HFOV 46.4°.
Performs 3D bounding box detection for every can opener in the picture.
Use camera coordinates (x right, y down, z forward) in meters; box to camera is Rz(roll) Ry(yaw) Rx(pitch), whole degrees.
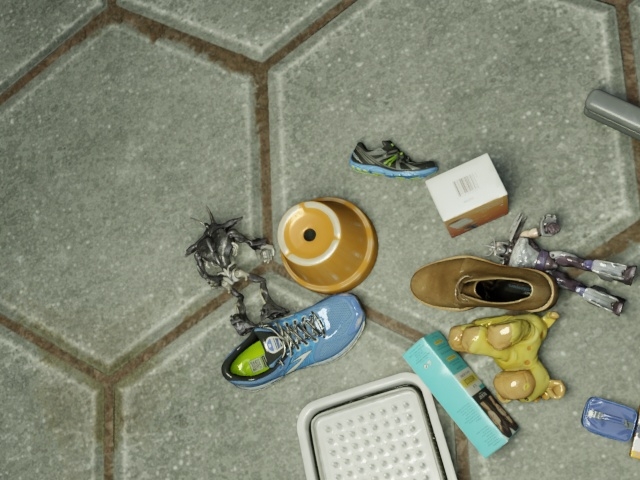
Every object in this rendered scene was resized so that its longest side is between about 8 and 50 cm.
[{"bbox_3d":[0.632,-0.190,1.440,0.284,0.076,0.095,31,89,19],"label":"can opener"}]

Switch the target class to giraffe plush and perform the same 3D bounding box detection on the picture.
[{"bbox_3d":[0.367,0.230,1.416,0.210,0.181,0.170,-10,88,-21],"label":"giraffe plush"}]

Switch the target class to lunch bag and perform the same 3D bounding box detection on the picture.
[{"bbox_3d":[0.537,0.332,1.383,0.099,0.065,0.067,15,85,17],"label":"lunch bag"}]

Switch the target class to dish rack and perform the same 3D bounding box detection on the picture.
[{"bbox_3d":[0.117,0.446,1.443,0.286,0.072,0.332,-20,61,12],"label":"dish rack"}]

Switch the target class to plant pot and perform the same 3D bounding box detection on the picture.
[{"bbox_3d":[0.000,0.000,1.519,0.205,0.188,0.205,-3,80,15],"label":"plant pot"}]

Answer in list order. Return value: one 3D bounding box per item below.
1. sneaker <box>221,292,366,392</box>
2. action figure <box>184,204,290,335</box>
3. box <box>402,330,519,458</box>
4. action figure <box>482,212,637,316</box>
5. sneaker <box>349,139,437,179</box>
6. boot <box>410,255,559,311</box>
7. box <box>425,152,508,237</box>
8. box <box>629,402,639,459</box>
[{"bbox_3d":[-0.056,0.213,1.522,0.330,0.147,0.129,-32,74,7],"label":"sneaker"},{"bbox_3d":[-0.182,0.059,1.587,0.164,0.141,0.275,-31,76,12],"label":"action figure"},{"bbox_3d":[0.270,0.291,1.438,0.060,0.101,0.244,-46,72,21],"label":"box"},{"bbox_3d":[0.449,0.047,1.439,0.285,0.099,0.185,19,101,22],"label":"action figure"},{"bbox_3d":[0.153,-0.171,1.570,0.188,0.067,0.078,12,90,20],"label":"sneaker"},{"bbox_3d":[0.286,0.083,1.428,0.305,0.115,0.112,0,87,41],"label":"boot"},{"bbox_3d":[0.290,-0.084,1.464,0.130,0.170,0.091,-25,74,10],"label":"box"},{"bbox_3d":[0.626,0.343,1.377,0.081,0.028,0.136,12,86,17],"label":"box"}]
